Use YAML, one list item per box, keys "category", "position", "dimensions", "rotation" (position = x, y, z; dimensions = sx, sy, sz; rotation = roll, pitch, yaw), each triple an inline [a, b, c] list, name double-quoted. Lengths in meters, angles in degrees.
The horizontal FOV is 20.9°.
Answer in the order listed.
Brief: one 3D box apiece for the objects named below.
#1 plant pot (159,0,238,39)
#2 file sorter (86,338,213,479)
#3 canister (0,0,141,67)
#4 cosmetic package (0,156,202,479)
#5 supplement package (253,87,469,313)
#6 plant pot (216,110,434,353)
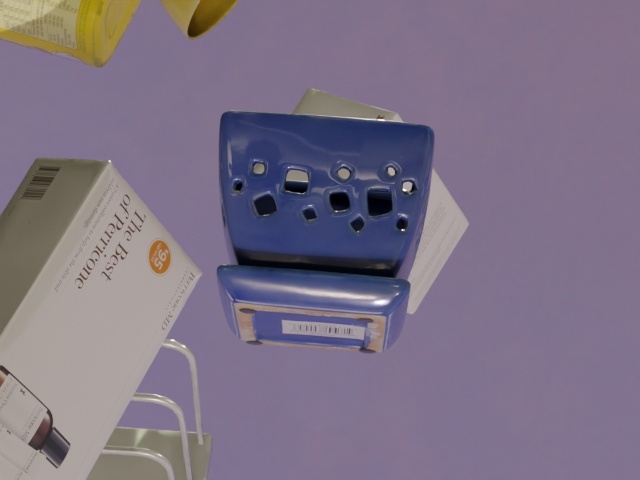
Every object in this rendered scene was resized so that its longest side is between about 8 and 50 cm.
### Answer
- category: "plant pot"
  position: [-0.136, -0.299, 1.874]
  dimensions: [0.134, 0.095, 0.134]
  rotation: [-49, 173, -8]
- category: "file sorter"
  position: [-0.218, 0.245, 1.622]
  dimensions: [0.192, 0.173, 0.278]
  rotation: [3, -133, 4]
- category: "canister"
  position: [-0.196, -0.181, 1.078]
  dimensions: [0.170, 0.073, 0.126]
  rotation: [17, -125, 8]
- category: "cosmetic package"
  position: [-0.153, 0.080, 0.867]
  dimensions: [0.060, 0.099, 0.239]
  rotation: [5, -125, 37]
- category: "supplement package"
  position: [0.060, -0.057, 2.547]
  dimensions: [0.175, 0.293, 0.177]
  rotation: [20, -111, 37]
- category: "plant pot"
  position: [0.000, 0.000, 1.903]
  dimensions: [0.236, 0.236, 0.212]
  rotation: [5, -108, 1]
